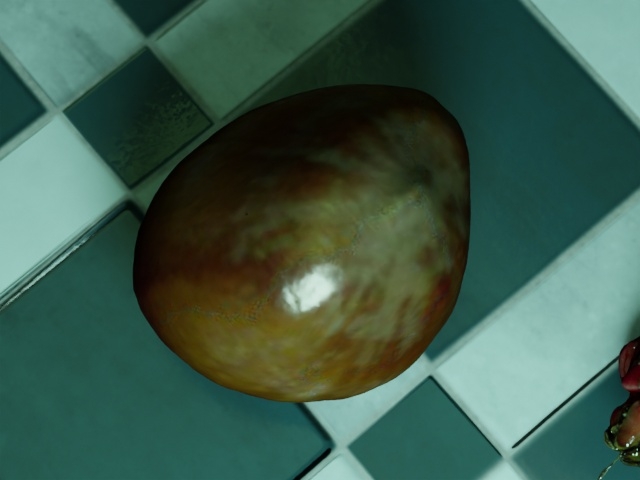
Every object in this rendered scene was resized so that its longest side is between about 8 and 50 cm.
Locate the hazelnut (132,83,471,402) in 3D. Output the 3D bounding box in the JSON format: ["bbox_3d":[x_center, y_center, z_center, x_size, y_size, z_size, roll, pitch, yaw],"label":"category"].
[{"bbox_3d":[-0.004,0.003,1.689,0.366,0.366,0.366,0,78,-1],"label":"hazelnut"}]

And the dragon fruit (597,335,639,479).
[{"bbox_3d":[0.396,0.156,1.722,0.293,0.234,0.234,-29,80,-11],"label":"dragon fruit"}]
